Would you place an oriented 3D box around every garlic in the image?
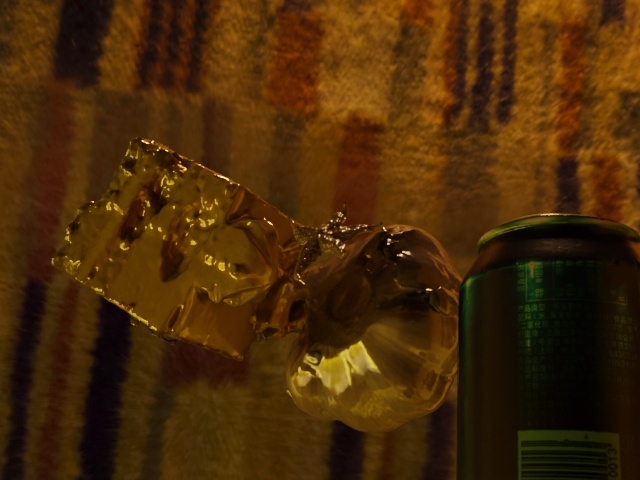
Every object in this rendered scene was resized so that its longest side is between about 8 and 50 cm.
[{"bbox_3d":[0.083,0.134,1.500,0.241,0.322,0.322,36,79,-17],"label":"garlic"}]

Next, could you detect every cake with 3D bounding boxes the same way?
[{"bbox_3d":[-0.153,0.027,1.339,0.286,0.227,0.222,30,90,27],"label":"cake"}]

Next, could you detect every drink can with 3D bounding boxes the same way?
[{"bbox_3d":[0.131,0.095,0.549,0.118,0.118,0.204,7,70,-5],"label":"drink can"}]

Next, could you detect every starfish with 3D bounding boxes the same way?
[{"bbox_3d":[0.000,0.000,0.789,0.092,0.086,0.016,-51,126,-35],"label":"starfish"}]
